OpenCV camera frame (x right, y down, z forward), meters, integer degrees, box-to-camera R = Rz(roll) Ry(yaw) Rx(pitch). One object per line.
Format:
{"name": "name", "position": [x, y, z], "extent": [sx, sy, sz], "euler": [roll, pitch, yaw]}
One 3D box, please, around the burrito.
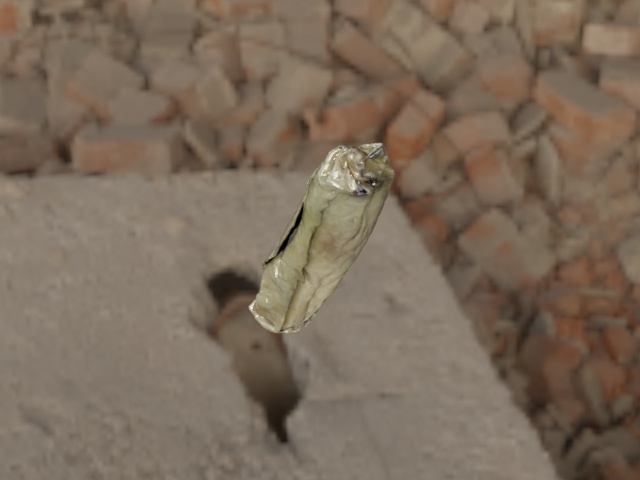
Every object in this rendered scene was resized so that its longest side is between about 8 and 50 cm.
{"name": "burrito", "position": [-0.001, -0.001, 1.154], "extent": [0.058, 0.188, 0.045], "euler": [-12, 59, -35]}
